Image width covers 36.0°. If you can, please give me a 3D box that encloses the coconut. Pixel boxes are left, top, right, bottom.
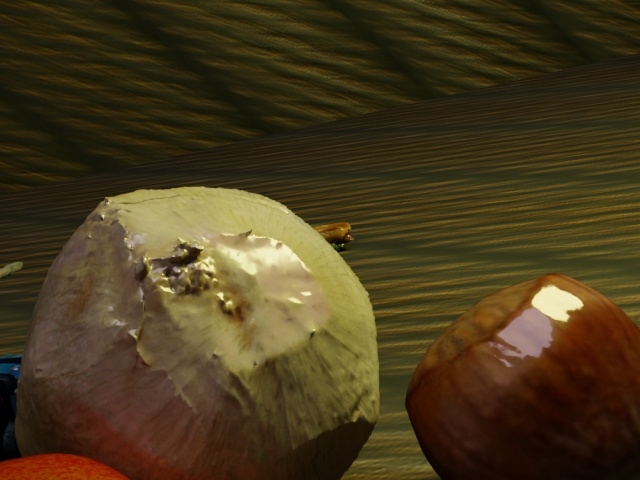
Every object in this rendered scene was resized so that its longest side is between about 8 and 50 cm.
[{"bbox_3d":[-0.095,0.097,0.807,0.297,0.297,0.254,-29,-13,-47],"label":"coconut"}]

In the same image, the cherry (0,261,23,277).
[{"bbox_3d":[-0.554,0.115,1.152,0.335,0.326,0.291,-45,13,7],"label":"cherry"}]

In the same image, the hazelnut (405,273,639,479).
[{"bbox_3d":[0.184,0.135,0.806,0.214,0.176,0.214,-9,54,13],"label":"hazelnut"}]

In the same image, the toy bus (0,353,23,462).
[{"bbox_3d":[-0.266,0.191,0.884,0.090,0.184,0.106,-3,15,25],"label":"toy bus"}]

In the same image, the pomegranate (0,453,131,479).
[{"bbox_3d":[-0.147,0.243,0.566,0.221,0.220,0.257,-22,21,-34],"label":"pomegranate"}]

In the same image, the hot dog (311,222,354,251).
[{"bbox_3d":[0.000,0.000,1.637,0.133,0.041,0.056,-9,14,38],"label":"hot dog"}]
